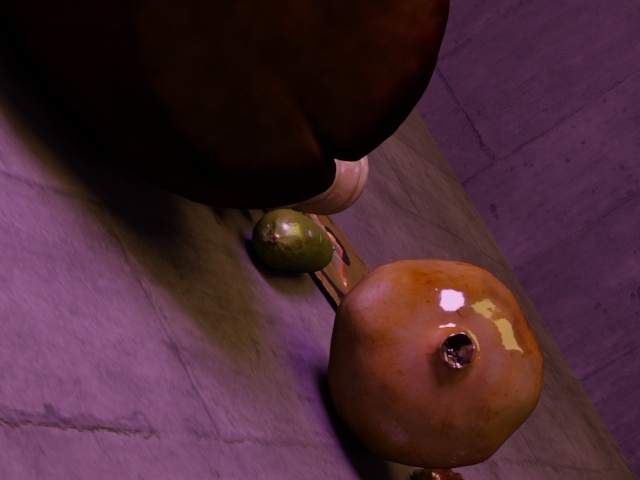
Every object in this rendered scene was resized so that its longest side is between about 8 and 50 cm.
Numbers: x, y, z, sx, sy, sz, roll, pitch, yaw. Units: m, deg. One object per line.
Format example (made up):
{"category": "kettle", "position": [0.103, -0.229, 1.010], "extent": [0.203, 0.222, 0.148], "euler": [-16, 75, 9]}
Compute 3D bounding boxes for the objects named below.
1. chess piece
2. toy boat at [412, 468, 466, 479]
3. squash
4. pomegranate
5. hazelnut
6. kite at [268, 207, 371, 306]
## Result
{"category": "chess piece", "position": [-0.053, -0.086, 1.889], "extent": [0.117, 0.117, 0.397], "euler": [59, 15, 9]}
{"category": "toy boat", "position": [0.201, 0.362, 1.813], "extent": [0.141, 0.099, 0.318], "euler": [-14, 68, -49]}
{"category": "squash", "position": [-0.024, 0.004, 1.884], "extent": [0.066, 0.066, 0.201], "euler": [60, 12, 13]}
{"category": "pomegranate", "position": [0.116, 0.126, 1.752], "extent": [0.233, 0.233, 0.233], "euler": [54, 12, -17]}
{"category": "hazelnut", "position": [-0.083, -0.245, 1.530], "extent": [0.429, 0.402, 0.402], "euler": [35, 21, -30]}
{"category": "kite", "position": [0.002, -0.001, 2.139], "extent": [0.377, 0.013, 0.327], "euler": [39, 21, -50]}
